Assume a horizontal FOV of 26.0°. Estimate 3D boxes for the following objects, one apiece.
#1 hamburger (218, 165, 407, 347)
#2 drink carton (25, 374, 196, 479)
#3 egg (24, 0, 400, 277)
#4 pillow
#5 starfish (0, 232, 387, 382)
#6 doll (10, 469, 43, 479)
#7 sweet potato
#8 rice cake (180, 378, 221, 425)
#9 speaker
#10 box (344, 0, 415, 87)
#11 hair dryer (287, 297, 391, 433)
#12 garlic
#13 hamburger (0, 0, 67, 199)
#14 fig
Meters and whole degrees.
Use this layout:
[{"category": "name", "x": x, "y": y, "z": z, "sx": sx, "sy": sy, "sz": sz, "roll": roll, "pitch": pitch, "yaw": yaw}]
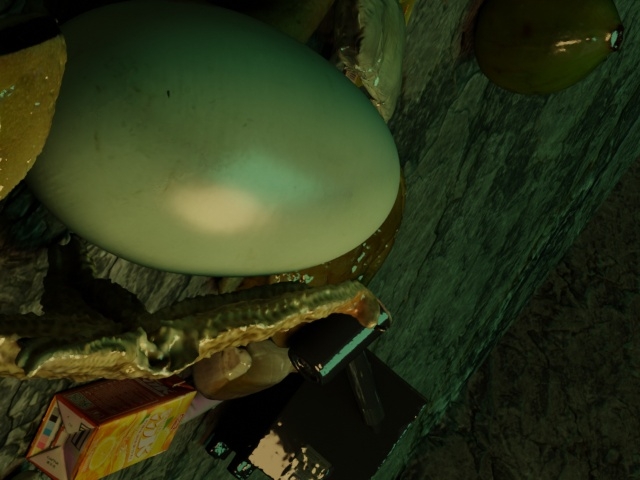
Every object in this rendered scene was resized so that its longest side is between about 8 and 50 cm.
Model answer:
[{"category": "hamburger", "x": -0.001, "y": 0.002, "z": 1.780, "sx": 0.285, "sy": 0.134, "sz": 0.265, "roll": -40, "pitch": 158, "yaw": -44}, {"category": "drink carton", "x": -0.243, "y": 0.217, "z": 1.641, "sx": 0.096, "sy": 0.071, "sz": 0.223, "roll": -63, "pitch": 160, "yaw": 15}, {"category": "egg", "x": -0.090, "y": -0.081, "z": 1.193, "sx": 0.371, "sy": 0.230, "sz": 0.230, "roll": 12, "pitch": 115, "yaw": -37}, {"category": "pillow", "x": 0.060, "y": -0.234, "z": 1.557, "sx": 0.230, "sy": 0.050, "sz": 0.148, "roll": 51, "pitch": 48, "yaw": -70}, {"category": "starfish", "x": -0.185, "y": 0.065, "z": 1.191, "sx": 0.432, "sy": 0.324, "sz": 0.082, "roll": -15, "pitch": 109, "yaw": -54}, {"category": "doll", "x": -0.353, "y": 0.355, "z": 1.599, "sx": 0.103, "sy": 0.071, "sz": 0.214, "roll": -36, "pitch": 150, "yaw": -47}, {"category": "sweet potato", "x": -0.069, "y": -0.218, "z": 1.352, "sx": 0.346, "sy": 0.079, "sz": 0.108, "roll": -29, "pitch": 118, "yaw": -51}, {"category": "rice cake", "x": -0.138, "y": 0.196, "z": 1.895, "sx": 0.270, "sy": 0.049, "sz": 0.055, "roll": -24, "pitch": 144, "yaw": -57}, {"category": "speaker", "x": -0.013, "y": 0.264, "z": 2.003, "sx": 0.254, "sy": 0.184, "sz": 0.232, "roll": -52, "pitch": -168, "yaw": -8}, {"category": "box", "x": 0.079, "y": -0.264, "z": 1.704, "sx": 0.089, "sy": 0.022, "sz": 0.156, "roll": -32, "pitch": 150, "yaw": -51}, {"category": "hair dryer", "x": 0.042, "y": 0.187, "z": 1.807, "sx": 0.128, "sy": 0.070, "sz": 0.255, "roll": -40, "pitch": 137, "yaw": -23}, {"category": "garlic", "x": -0.085, "y": 0.163, "z": 1.821, "sx": 0.198, "sy": 0.128, "sz": 0.090, "roll": 12, "pitch": 71, "yaw": -50}, {"category": "hamburger", "x": -0.306, "y": -0.069, "z": 0.864, "sx": 0.288, "sy": 0.167, "sz": 0.192, "roll": -28, "pitch": 145, "yaw": -55}, {"category": "fig", "x": 0.337, "y": -0.296, "z": 1.985, "sx": 0.203, "sy": 0.225, "sz": 0.203, "roll": -21, "pitch": 122, "yaw": -38}]
